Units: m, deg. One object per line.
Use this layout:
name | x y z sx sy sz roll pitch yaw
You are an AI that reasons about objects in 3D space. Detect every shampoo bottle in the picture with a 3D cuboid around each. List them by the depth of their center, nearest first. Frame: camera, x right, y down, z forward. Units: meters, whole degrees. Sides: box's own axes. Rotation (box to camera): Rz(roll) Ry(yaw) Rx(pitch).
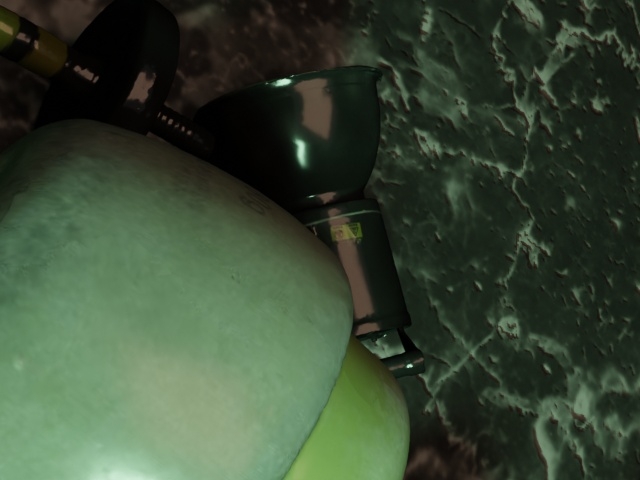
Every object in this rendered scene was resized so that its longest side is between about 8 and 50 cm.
shampoo bottle | -0.129 0.098 0.951 0.317 0.322 0.322 44 58 -17

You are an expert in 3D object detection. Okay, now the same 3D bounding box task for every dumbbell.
dumbbell | -0.203 -0.134 1.050 0.325 0.143 0.143 30 65 -31

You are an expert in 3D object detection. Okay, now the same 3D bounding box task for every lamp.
lamp | 0.000 0.000 1.179 0.147 0.172 0.227 -13 85 -11
